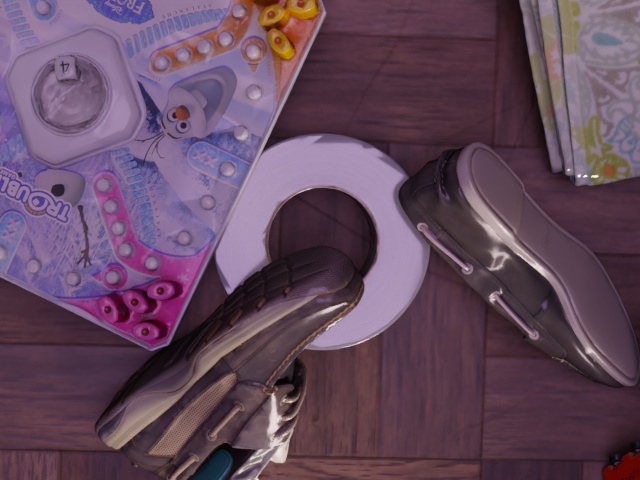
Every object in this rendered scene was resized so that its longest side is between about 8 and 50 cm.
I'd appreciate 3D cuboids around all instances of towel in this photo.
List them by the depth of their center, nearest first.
[{"bbox_3d":[0.382,-0.238,1.380,0.374,0.090,0.321,-14,120,2],"label":"towel"}]

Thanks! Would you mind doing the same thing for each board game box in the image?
[{"bbox_3d":[-0.248,-0.145,1.381,0.389,0.050,0.390,25,90,6],"label":"board game box"}]

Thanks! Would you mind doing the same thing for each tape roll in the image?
[{"bbox_3d":[0.000,0.000,1.429,0.219,0.072,0.219,0,92,-3],"label":"tape roll"}]

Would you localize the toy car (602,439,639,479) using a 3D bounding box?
[{"bbox_3d":[0.378,0.221,1.368,0.053,0.225,0.239,-2,122,-23],"label":"toy car"}]

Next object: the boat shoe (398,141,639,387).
[{"bbox_3d":[0.208,0.034,1.420,0.095,0.112,0.335,-21,123,38],"label":"boat shoe"}]

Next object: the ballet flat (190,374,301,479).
[{"bbox_3d":[-0.074,0.225,1.447,0.068,0.072,0.213,37,91,-32],"label":"ballet flat"}]

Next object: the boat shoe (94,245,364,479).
[{"bbox_3d":[-0.070,0.129,1.351,0.130,0.132,0.355,46,128,-10],"label":"boat shoe"}]
